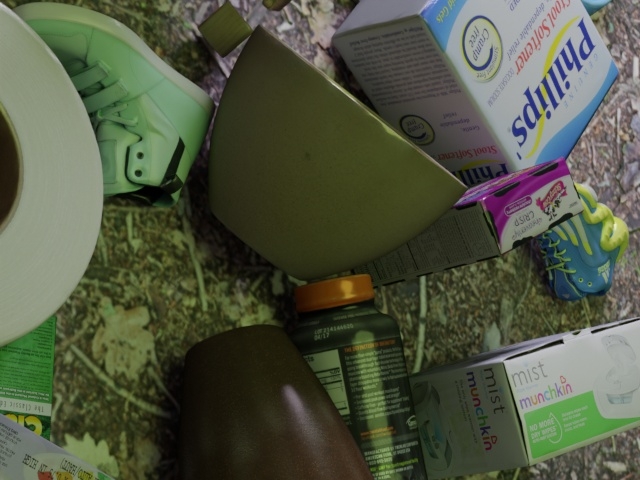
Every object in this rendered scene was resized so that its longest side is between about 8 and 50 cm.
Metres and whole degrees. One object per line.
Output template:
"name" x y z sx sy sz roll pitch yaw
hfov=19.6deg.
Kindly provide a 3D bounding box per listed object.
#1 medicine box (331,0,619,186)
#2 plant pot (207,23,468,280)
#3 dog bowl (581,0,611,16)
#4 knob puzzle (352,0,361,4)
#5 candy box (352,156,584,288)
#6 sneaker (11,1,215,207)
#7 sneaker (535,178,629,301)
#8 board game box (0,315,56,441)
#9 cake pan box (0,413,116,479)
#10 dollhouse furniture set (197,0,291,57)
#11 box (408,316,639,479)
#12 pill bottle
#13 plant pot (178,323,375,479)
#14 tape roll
"medicine box" 0.194 -0.223 2.228 0.289 0.149 0.263 55 51 -26
"plant pot" -0.010 -0.069 1.980 0.284 0.284 0.191 35 96 -30
"dog bowl" 0.349 -0.417 2.485 0.166 0.074 0.297 41 56 -27
"knob puzzle" 0.079 -0.358 2.260 0.213 0.030 0.213 11 72 -40
"candy box" 0.159 -0.016 2.108 0.159 0.233 0.071 -26 97 -41
"sneaker" -0.222 -0.132 1.892 0.256 0.094 0.151 32 59 -32
"sneaker" 0.314 0.004 2.324 0.240 0.091 0.126 26 68 -46
"board game box" -0.367 0.119 1.748 0.259 0.030 0.136 14 68 -39
"cake pan box" -0.284 0.314 1.731 0.267 0.070 0.246 37 66 -31
"dollhouse furniture set" -0.085 -0.422 1.957 0.303 0.355 0.174 49 12 2
"box" 0.226 0.181 2.121 0.262 0.231 0.127 -11 87 -43
"pill bottle" 0.034 0.162 2.023 0.130 0.130 0.246 -6 84 -42
"plant pot" -0.060 0.212 1.900 0.215 0.215 0.230 2 63 -41
"tape roll" -0.385 -0.072 1.723 0.392 0.072 0.392 14 65 -34
